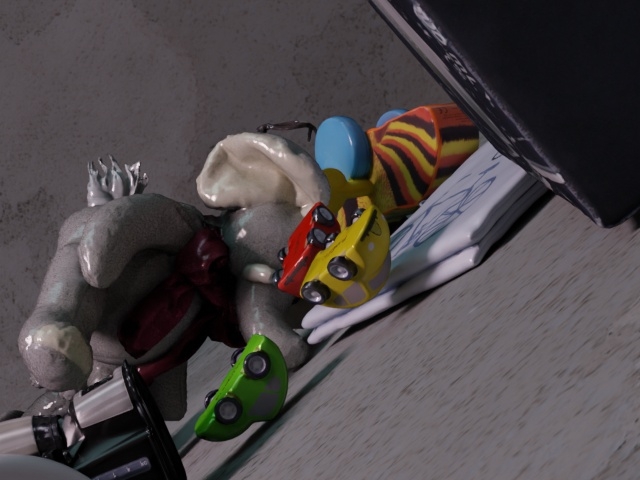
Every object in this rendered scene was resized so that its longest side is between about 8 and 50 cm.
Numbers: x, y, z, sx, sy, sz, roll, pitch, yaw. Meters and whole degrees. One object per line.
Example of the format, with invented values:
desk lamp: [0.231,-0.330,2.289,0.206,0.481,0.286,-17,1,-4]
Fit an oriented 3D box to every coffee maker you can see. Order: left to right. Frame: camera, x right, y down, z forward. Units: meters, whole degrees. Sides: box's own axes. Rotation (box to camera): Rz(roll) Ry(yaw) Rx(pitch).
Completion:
coffee maker: [-0.193,0.201,1.535,0.178,0.171,0.120,-21,26,0]

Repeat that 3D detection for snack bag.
snack bag: [0.156,-0.055,1.666,0.342,0.037,0.323,-44,5,-29]

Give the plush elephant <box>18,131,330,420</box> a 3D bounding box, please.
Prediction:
plush elephant: [-0.104,0.045,1.827,0.255,0.272,0.330,-5,50,10]

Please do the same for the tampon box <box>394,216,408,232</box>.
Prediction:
tampon box: [0.000,0.000,2.125,0.120,0.101,0.161,-39,4,28]

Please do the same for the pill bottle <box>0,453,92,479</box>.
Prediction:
pill bottle: [-0.198,0.210,1.176,0.161,0.161,0.283,-42,4,-15]

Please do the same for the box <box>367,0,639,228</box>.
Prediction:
box: [0.108,-0.299,1.301,0.297,0.480,0.472,-41,7,2]

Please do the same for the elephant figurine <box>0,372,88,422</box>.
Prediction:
elephant figurine: [-0.295,0.231,1.976,0.239,0.186,0.169,-41,37,6]

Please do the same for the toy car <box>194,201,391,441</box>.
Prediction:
toy car: [-0.023,0.073,1.599,0.225,0.053,0.239,-57,11,-6]

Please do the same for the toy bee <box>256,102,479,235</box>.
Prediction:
toy bee: [0.061,-0.050,1.956,0.195,0.162,0.298,-9,4,-13]
